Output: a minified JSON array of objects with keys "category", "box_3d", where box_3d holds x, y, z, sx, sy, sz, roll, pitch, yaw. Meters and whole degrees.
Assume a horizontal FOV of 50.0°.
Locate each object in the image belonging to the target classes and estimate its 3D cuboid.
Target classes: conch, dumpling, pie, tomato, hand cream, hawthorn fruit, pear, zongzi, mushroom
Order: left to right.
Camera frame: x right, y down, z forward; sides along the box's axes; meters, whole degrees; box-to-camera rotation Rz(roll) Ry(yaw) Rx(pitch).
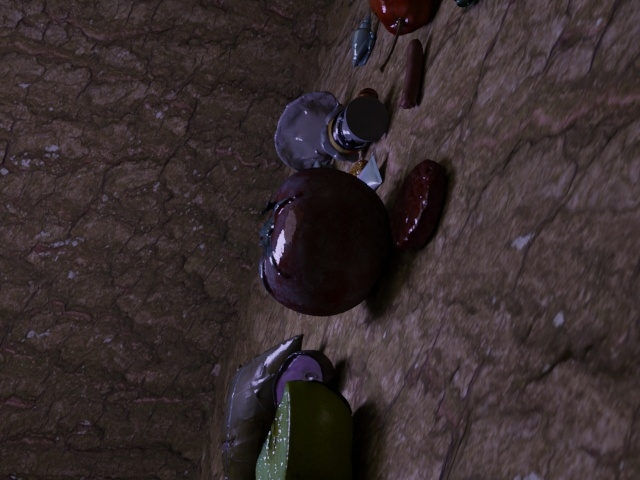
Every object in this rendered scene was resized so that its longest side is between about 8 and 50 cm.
[{"category":"zongzi","box_3d":[-0.140,0.459,1.801,0.393,0.174,0.355,135,145,-55]},{"category":"mushroom","box_3d":[-0.026,0.328,1.566,0.117,0.141,0.188,-27,-34,-57]},{"category":"dumpling","box_3d":[-0.037,-0.365,2.301,0.163,0.205,0.292,-73,-5,-68]},{"category":"pear","box_3d":[-0.018,0.434,1.286,0.292,0.160,0.292,-168,90,-79]},{"category":"tomato","box_3d":[0.000,0.000,1.458,0.317,0.283,0.316,-168,90,-77]},{"category":"hand cream","box_3d":[0.101,-0.125,1.729,0.205,0.050,0.078,126,137,-53]},{"category":"conch","box_3d":[0.144,-0.640,2.202,0.065,0.088,0.180,-9,-64,-55]},{"category":"hawthorn fruit","box_3d":[0.185,-0.524,1.613,0.165,0.165,0.285,125,160,-57]},{"category":"pie","box_3d":[0.179,-0.065,1.293,0.182,0.050,0.182,-162,90,-77]}]

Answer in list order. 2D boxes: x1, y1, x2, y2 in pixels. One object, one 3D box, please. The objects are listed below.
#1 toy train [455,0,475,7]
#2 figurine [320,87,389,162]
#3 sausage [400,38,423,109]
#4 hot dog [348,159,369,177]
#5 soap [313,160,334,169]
[{"category":"toy train","box_3d":[0.295,-0.542,1.346,0.104,0.071,0.178,-40,36,56]},{"category":"figurine","box_3d":[0.088,-0.307,1.831,0.176,0.133,0.236,-68,13,-14]},{"category":"sausage","box_3d":[0.210,-0.379,1.570,0.043,0.043,0.186,131,152,-63]},{"category":"hot dog","box_3d":[0.092,-0.157,1.813,0.165,0.045,0.071,131,154,-63]},{"category":"soap","box_3d":[0.005,-0.171,2.183,0.198,0.064,0.114,-103,29,-67]}]
